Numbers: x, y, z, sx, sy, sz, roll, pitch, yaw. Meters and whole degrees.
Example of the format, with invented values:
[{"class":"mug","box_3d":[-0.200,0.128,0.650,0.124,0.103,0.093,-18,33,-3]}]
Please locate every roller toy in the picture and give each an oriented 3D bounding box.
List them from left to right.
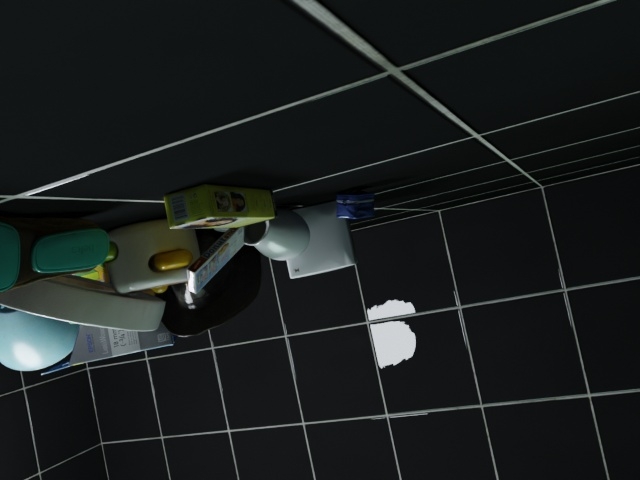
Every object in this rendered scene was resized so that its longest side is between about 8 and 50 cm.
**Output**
[{"class":"roller toy","box_3d":[-0.350,0.039,1.281,0.209,0.146,0.191,-13,177,11]}]

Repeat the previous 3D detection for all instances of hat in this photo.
[{"class":"hat","box_3d":[-0.298,0.058,1.463,0.331,0.331,0.134,-13,139,16]}]

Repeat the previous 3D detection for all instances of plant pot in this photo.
[{"class":"plant pot","box_3d":[-0.870,0.212,1.796,0.290,0.290,0.195,-12,142,-6]}]

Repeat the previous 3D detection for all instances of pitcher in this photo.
[{"class":"pitcher","box_3d":[-0.135,-0.022,1.443,0.178,0.125,0.207,6,176,31]}]

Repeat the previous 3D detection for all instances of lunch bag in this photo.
[{"class":"lunch bag","box_3d":[0.079,-0.087,1.410,0.067,0.065,0.098,6,-170,37]}]

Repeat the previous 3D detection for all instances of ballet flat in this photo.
[{"class":"ballet flat","box_3d":[-0.463,0.011,0.877,0.124,0.116,0.342,8,-172,20]}]

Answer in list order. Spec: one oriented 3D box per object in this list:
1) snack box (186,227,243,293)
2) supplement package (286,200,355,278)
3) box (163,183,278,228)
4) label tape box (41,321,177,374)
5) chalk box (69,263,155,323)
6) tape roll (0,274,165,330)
[{"class":"snack box","box_3d":[-0.218,0.034,1.276,0.022,0.064,0.178,24,-135,16]},{"class":"supplement package","box_3d":[0.000,0.000,1.676,0.175,0.177,0.293,-12,178,5]},{"class":"box","box_3d":[-0.164,-0.056,1.045,0.087,0.058,0.232,-13,178,23]},{"class":"label tape box","box_3d":[-0.573,0.264,1.662,0.334,0.105,0.240,-11,178,-12]},{"class":"chalk box","box_3d":[-0.629,0.136,1.765,0.289,0.180,0.179,-15,176,37]},{"class":"tape roll","box_3d":[-0.549,0.125,1.354,0.392,0.072,0.392,14,175,1]}]
